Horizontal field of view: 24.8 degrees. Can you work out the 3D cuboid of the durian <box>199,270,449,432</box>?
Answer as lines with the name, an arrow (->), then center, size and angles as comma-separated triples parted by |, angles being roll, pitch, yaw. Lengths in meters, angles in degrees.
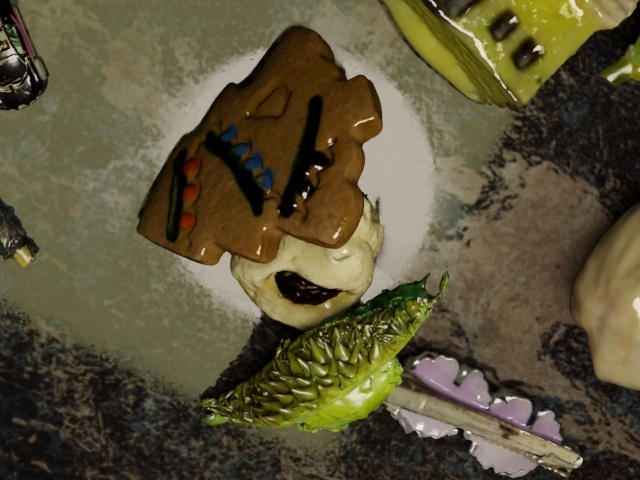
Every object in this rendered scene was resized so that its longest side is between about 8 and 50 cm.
durian -> 0.012, 0.137, 1.503 | 0.375, 0.106, 0.132 | -30, 148, 35

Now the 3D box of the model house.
model house -> 0.204, -0.274, 1.500 | 0.234, 0.175, 0.193 | -43, 102, -7

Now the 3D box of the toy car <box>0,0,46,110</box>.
toy car -> -0.334, -0.202, 1.499 | 0.069, 0.055, 0.142 | -21, 101, 2

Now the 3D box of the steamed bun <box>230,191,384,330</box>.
steamed bun -> 0.000, 0.000, 1.503 | 0.141, 0.155, 0.172 | 25, 76, -16

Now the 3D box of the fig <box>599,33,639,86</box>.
fig -> 0.452, -0.277, 1.514 | 0.233, 0.233, 0.314 | 41, 127, -12

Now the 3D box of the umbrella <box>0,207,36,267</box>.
umbrella -> -0.356, -0.028, 1.538 | 0.040, 0.037, 0.144 | -33, 103, 30

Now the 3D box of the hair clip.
hair clip -> 0.165, 0.193, 1.620 | 0.292, 0.084, 0.106 | 23, 95, -15

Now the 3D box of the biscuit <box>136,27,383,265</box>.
biscuit -> -0.069, -0.071, 1.478 | 0.301, 0.278, 0.043 | -31, 140, 19

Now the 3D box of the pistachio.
pistachio -> 0.415, 0.033, 1.557 | 0.332, 0.208, 0.226 | -41, 147, -12
